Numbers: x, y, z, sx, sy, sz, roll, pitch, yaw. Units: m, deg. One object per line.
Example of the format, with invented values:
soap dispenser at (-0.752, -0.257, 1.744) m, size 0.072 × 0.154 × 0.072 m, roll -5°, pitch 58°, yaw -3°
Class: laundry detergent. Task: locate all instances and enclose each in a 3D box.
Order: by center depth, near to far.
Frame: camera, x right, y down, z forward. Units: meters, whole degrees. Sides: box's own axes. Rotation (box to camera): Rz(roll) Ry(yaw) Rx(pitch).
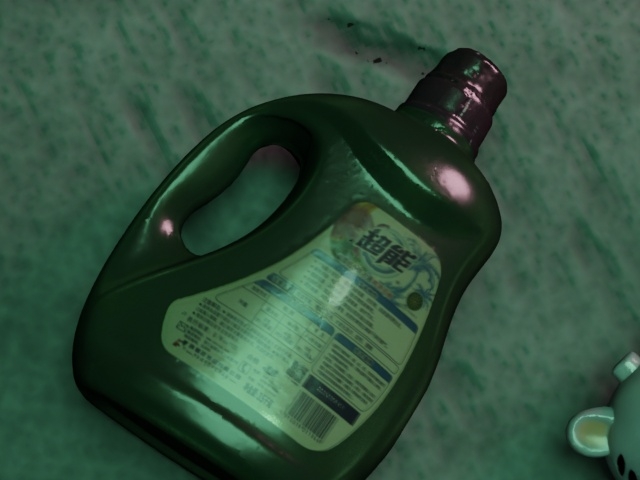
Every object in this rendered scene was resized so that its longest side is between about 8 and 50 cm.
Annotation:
laundry detergent at (0.000, 0.000, 0.709) m, size 0.144 × 0.078 × 0.221 m, roll 31°, pitch 74°, yaw 4°

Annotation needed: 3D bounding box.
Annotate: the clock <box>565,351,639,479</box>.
clock at (0.202, 0.068, 0.722) m, size 0.176 × 0.080 × 0.117 m, roll -39°, pitch 84°, yaw -14°
